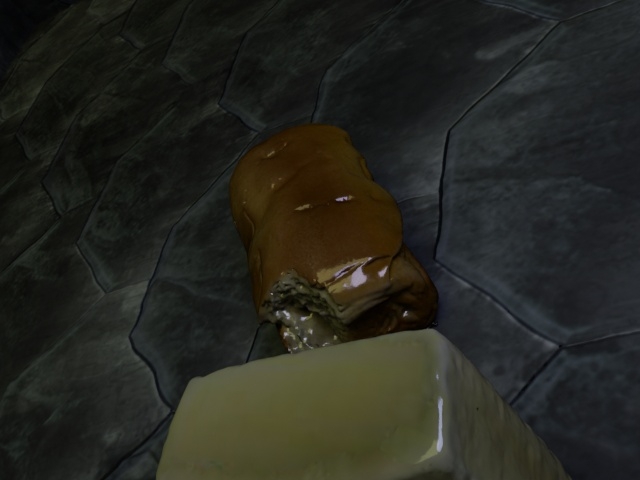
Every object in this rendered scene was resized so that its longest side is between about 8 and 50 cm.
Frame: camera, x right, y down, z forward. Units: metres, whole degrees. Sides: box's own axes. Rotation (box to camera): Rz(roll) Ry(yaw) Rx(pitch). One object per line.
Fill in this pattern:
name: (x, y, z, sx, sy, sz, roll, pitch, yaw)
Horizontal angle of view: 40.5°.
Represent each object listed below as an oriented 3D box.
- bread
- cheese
bread: (-0.001, -0.005, 1.012, 0.195, 0.149, 0.344, -37, 36, 9)
cheese: (0.050, 0.196, 0.655, 0.243, 0.265, 0.124, -19, 41, 30)
